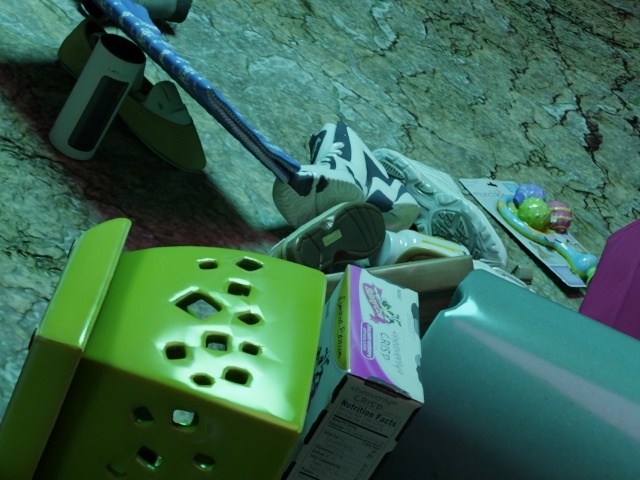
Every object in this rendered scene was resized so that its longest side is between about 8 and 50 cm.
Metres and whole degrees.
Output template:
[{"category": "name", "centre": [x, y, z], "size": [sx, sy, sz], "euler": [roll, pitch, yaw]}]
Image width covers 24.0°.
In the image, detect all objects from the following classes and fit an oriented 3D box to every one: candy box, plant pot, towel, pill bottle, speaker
[{"category": "candy box", "centre": [0.001, 0.159, 1.261], "size": [0.071, 0.233, 0.159], "euler": [24, 28, -12]}, {"category": "plant pot", "centre": [0.219, 0.213, 1.347], "size": [0.334, 0.341, 0.341], "euler": [29, 26, 10]}, {"category": "plant pot", "centre": [-0.135, 0.130, 1.189], "size": [0.207, 0.227, 0.228], "euler": [22, 29, -8]}, {"category": "plant pot", "centre": [0.043, 0.083, 1.511], "size": [0.237, 0.237, 0.110], "euler": [-8, 88, -52]}, {"category": "towel", "centre": [-0.170, -0.211, 1.664], "size": [0.336, 0.040, 0.243], "euler": [44, 1, 30]}, {"category": "pill bottle", "centre": [0.117, 0.023, 1.792], "size": [0.116, 0.065, 0.065], "euler": [16, 32, -31]}, {"category": "speaker", "centre": [-0.240, -0.155, 1.620], "size": [0.055, 0.136, 0.055], "euler": [26, 28, -15]}]

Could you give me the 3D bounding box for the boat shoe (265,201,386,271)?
[{"category": "boat shoe", "centre": [0.000, 0.000, 1.698], "size": [0.190, 0.072, 0.068], "euler": [-17, 92, -53]}]

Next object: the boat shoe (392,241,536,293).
[{"category": "boat shoe", "centre": [0.192, 0.076, 1.763], "size": [0.277, 0.098, 0.096], "euler": [33, 25, -21]}]

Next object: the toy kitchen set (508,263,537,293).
[{"category": "toy kitchen set", "centre": [0.253, 0.078, 1.845], "size": [0.083, 0.068, 0.075], "euler": [5, 39, -43]}]

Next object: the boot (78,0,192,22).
[{"category": "boot", "centre": [-0.288, -0.375, 1.998], "size": [0.161, 0.083, 0.246], "euler": [-4, 43, -42]}]

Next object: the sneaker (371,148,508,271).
[{"category": "sneaker", "centre": [0.162, -0.038, 1.921], "size": [0.232, 0.090, 0.115], "euler": [46, 26, 21]}]

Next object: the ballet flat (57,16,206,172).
[{"category": "ballet flat", "centre": [-0.212, -0.173, 1.749], "size": [0.232, 0.073, 0.080], "euler": [40, 26, 12]}]

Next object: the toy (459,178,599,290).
[{"category": "toy", "centre": [0.317, -0.027, 2.099], "size": [0.137, 0.056, 0.237], "euler": [1, 41, -48]}]

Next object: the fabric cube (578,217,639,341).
[{"category": "fabric cube", "centre": [0.424, 0.130, 1.628], "size": [0.254, 0.259, 0.258], "euler": [31, 69, -7]}]

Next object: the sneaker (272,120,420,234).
[{"category": "sneaker", "centre": [0.003, -0.081, 1.810], "size": [0.235, 0.094, 0.153], "euler": [3, 38, -45]}]
